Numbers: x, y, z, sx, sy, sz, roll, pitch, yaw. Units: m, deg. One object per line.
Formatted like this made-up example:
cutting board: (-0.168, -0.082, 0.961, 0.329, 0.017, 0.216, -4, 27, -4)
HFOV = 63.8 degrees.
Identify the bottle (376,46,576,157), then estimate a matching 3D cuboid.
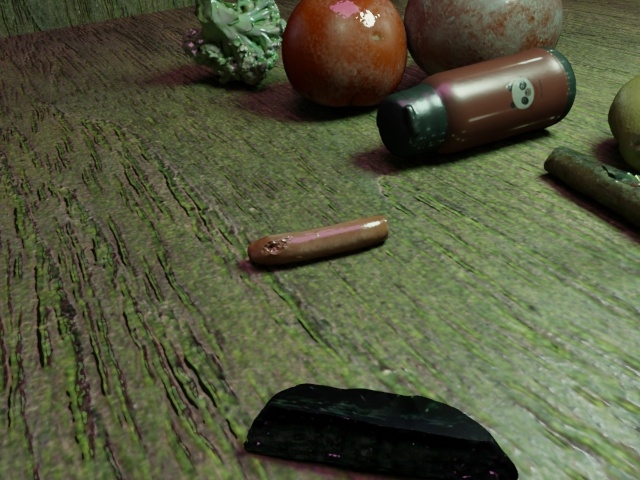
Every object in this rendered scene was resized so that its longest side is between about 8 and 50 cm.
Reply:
bottle: (0.257, -0.230, 0.873, 0.336, 0.144, 0.144, -17, 36, -18)

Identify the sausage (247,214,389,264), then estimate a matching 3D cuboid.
sausage: (0.000, 0.000, 0.655, 0.186, 0.043, 0.043, -11, 35, -10)

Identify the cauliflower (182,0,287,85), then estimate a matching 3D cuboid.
cauliflower: (-0.224, -0.503, 1.229, 0.257, 0.238, 0.315, 7, -8, 19)

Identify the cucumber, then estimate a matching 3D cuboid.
cucumber: (0.050, 0.152, 0.425, 0.220, 0.046, 0.070, 5, 27, 14)

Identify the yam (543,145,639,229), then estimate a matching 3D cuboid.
yam: (0.407, -0.063, 0.688, 0.061, 0.061, 0.274, -14, 35, -15)

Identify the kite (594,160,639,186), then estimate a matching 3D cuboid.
kite: (0.462, -0.037, 0.586, 0.310, 0.015, 0.169, 5, 28, -27)

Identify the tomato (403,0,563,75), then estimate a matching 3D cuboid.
tomato: (0.330, -0.443, 1.068, 0.317, 0.282, 0.316, 11, 32, -7)

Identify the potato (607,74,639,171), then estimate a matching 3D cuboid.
potato: (0.521, -0.179, 0.788, 0.157, 0.157, 0.194, 20, 54, 32)

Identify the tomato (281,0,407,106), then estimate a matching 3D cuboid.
tomato: (0.053, -0.402, 1.062, 0.265, 0.264, 0.265, -3, 34, 2)
